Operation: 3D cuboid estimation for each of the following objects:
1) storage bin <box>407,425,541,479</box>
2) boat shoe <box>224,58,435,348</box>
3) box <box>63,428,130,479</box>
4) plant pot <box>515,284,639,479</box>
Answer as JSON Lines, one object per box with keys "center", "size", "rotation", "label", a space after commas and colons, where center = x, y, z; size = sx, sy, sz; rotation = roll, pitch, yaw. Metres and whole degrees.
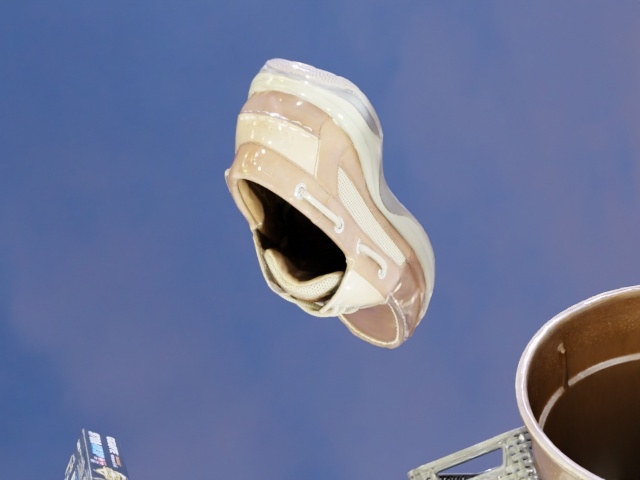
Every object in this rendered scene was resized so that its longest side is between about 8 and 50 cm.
{"center": [0.167, 0.213, 1.168], "size": [0.180, 0.122, 0.084], "rotation": [17, -129, -60], "label": "storage bin"}
{"center": [0.000, 0.000, 1.090], "size": [0.116, 0.123, 0.324], "rotation": [-61, -33, -25], "label": "boat shoe"}
{"center": [-0.269, 0.323, 1.574], "size": [0.051, 0.220, 0.175], "rotation": [19, -88, -14], "label": "box"}
{"center": [0.185, 0.137, 0.728], "size": [0.167, 0.167, 0.165], "rotation": [-50, -36, -46], "label": "plant pot"}
